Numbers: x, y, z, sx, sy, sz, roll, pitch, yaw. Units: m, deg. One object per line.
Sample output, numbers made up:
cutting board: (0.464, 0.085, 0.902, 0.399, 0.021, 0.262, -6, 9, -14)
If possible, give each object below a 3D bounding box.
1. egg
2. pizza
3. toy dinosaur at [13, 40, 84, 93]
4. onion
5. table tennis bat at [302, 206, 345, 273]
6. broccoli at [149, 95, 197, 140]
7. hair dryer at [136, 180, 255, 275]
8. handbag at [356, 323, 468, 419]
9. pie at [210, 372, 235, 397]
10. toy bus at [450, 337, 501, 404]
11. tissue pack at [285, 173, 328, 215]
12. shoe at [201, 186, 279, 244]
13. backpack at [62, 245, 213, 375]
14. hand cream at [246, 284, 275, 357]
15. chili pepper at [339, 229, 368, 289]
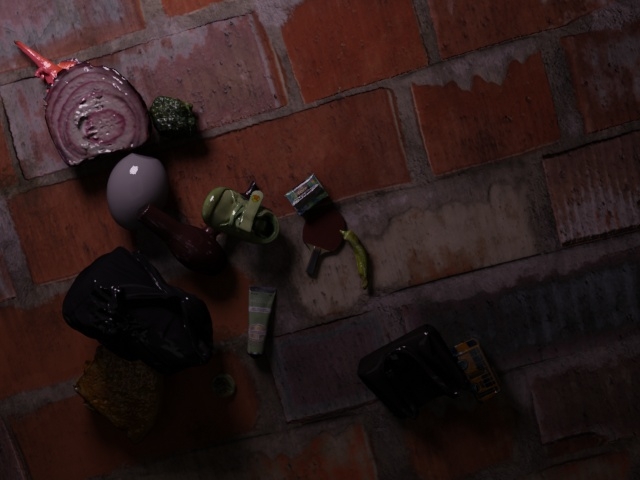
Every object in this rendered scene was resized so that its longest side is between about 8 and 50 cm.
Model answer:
egg: (-0.550, -0.143, 1.671, 0.176, 0.176, 0.231, 19, 106, -1)
pizza: (-0.634, 0.457, 1.775, 0.278, 0.114, 0.408, -12, 96, 1)
toy dinosaur: (-0.793, -0.525, 1.691, 0.139, 0.070, 0.286, -35, 92, -6)
onion: (-0.644, -0.382, 1.653, 0.314, 0.146, 0.280, -12, 100, 10)
table tennis bat: (0.000, 0.000, 1.757, 0.130, 0.019, 0.220, 19, 95, -2)
broccoli: (-0.445, -0.368, 1.664, 0.162, 0.138, 0.145, -2, 126, 32)
hair dryer: (-0.338, -0.086, 1.683, 0.340, 0.123, 0.312, -49, 124, -10)
handbag: (0.288, 0.421, 1.734, 0.285, 0.113, 0.257, -34, 99, 19)
pie: (-0.317, 0.476, 1.820, 0.085, 0.017, 0.085, 0, 97, 1)
toy bus: (0.496, 0.413, 1.764, 0.103, 0.091, 0.182, -26, 94, 5)
tissue pack: (-0.042, -0.140, 1.710, 0.111, 0.079, 0.085, -35, 96, 4)
shoe: (-0.224, -0.075, 1.656, 0.128, 0.262, 0.140, -3, 64, 40)
backpack: (-0.506, 0.220, 1.640, 0.255, 0.363, 0.446, -44, 110, 8)
hand cream: (-0.199, 0.263, 1.779, 0.086, 0.055, 0.235, 7, 90, -3)
chili pepper: (0.124, 0.052, 1.750, 0.043, 0.049, 0.208, -15, 103, 47)
